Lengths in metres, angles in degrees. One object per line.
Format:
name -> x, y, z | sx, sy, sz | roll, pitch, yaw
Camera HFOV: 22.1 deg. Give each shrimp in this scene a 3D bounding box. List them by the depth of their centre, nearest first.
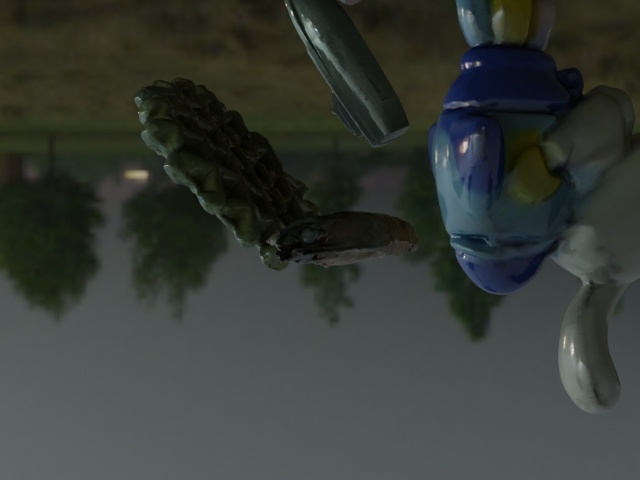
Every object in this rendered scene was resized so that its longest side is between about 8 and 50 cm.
shrimp -> 0.000, 0.000, 1.883 | 0.164, 0.062, 0.317 | -5, 180, 26

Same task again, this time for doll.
doll -> 0.238, -0.069, 1.665 | 0.365, 0.376, 0.187 | 33, 149, -10

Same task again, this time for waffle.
waffle -> -0.115, -0.092, 2.126 | 0.056, 0.309, 0.292 | -41, -179, 17

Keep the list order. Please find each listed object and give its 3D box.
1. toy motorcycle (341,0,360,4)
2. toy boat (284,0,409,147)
toy motorcycle -> 0.103, -0.480, 2.385 | 0.241, 0.182, 0.319 | -23, 162, -48
toy boat -> 0.023, -0.239, 2.193 | 0.078, 0.260, 0.085 | -25, 171, -46
